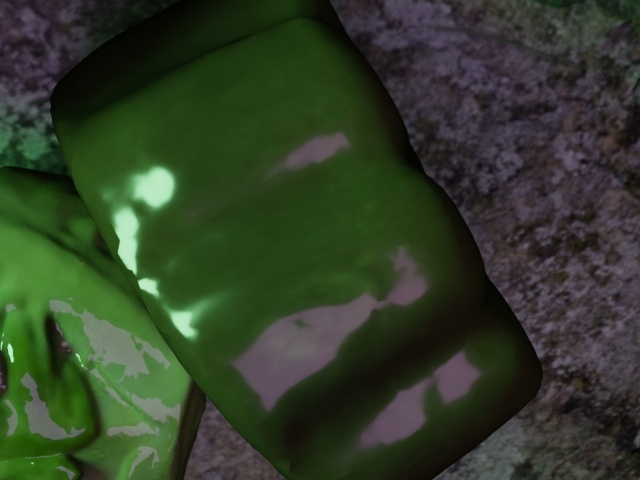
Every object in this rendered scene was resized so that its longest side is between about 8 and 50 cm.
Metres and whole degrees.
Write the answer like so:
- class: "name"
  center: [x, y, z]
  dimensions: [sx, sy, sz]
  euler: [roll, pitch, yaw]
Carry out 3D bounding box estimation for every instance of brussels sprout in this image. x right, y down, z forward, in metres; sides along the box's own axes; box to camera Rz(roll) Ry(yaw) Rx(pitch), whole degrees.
- class: "brussels sprout"
  center: [-0.245, 0.106, 0.944]
  dimensions: [0.328, 0.247, 0.328]
  euler: [4, 130, 5]

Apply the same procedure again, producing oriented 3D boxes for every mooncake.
- class: "mooncake"
  center: [0.000, 0.000, 0.868]
  dimensions: [0.201, 0.378, 0.378]
  euler: [-35, 123, 4]
